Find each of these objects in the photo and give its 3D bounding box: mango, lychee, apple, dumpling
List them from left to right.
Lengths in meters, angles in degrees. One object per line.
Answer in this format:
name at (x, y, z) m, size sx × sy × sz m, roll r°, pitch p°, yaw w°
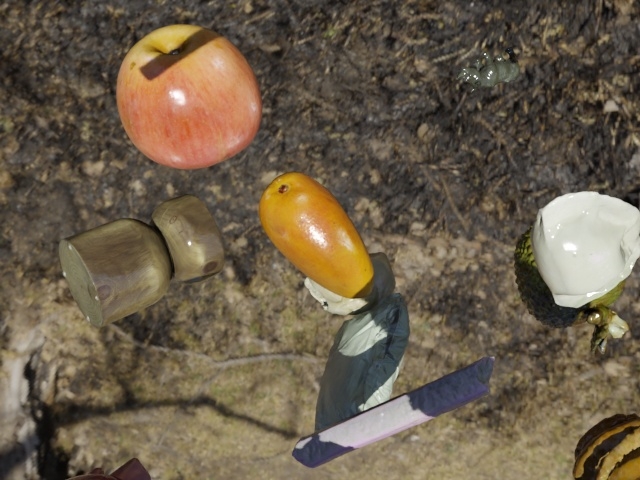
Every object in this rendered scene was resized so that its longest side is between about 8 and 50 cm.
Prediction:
apple at (-0.332, -0.368, 1.800) m, size 0.363 × 0.364 × 0.364 m, roll 11°, pitch 136°, yaw 11°
mango at (-0.004, 0.005, 1.018) m, size 0.217 × 0.102 × 0.141 m, roll 48°, pitch 146°, yaw -16°
lychee at (0.600, 0.090, 1.711) m, size 0.269 × 0.320 × 0.270 m, roll -8°, pitch 118°, yaw -15°
dumpling at (0.437, 0.003, 1.159) m, size 0.179 × 0.131 × 0.252 m, roll -22°, pitch 126°, yaw 11°

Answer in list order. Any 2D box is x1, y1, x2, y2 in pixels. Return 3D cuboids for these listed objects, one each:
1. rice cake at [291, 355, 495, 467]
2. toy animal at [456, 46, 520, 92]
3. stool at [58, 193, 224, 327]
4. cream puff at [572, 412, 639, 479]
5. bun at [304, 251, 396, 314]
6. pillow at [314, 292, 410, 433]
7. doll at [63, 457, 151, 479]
rice cake at (0.118, 0.280, 1.139) m, size 0.364 × 0.056 × 0.072 m, roll -26°, pitch 165°, yaw 13°
toy animal at (0.313, -0.317, 1.335) m, size 0.065 × 0.135 × 0.047 m, roll 70°, pitch 158°, yaw 9°
stool at (-0.341, 0.035, 1.368) m, size 0.179 × 0.264 × 0.179 m, roll 33°, pitch 135°, yaw 39°
cream puff at (0.251, 0.181, 0.523) m, size 0.119 × 0.104 × 0.133 m, roll -16°, pitch 127°, yaw 11°
bun at (0.067, 0.102, 1.544) m, size 0.193 × 0.178 × 0.128 m, roll -14°, pitch 90°, yaw -2°
pillow at (0.086, 0.275, 1.458) m, size 0.138 × 0.310 × 0.283 m, roll 22°, pitch 155°, yaw -6°
doll at (-0.231, 0.284, 0.645) m, size 0.261 × 0.211 × 0.093 m, roll -21°, pitch 113°, yaw 22°
